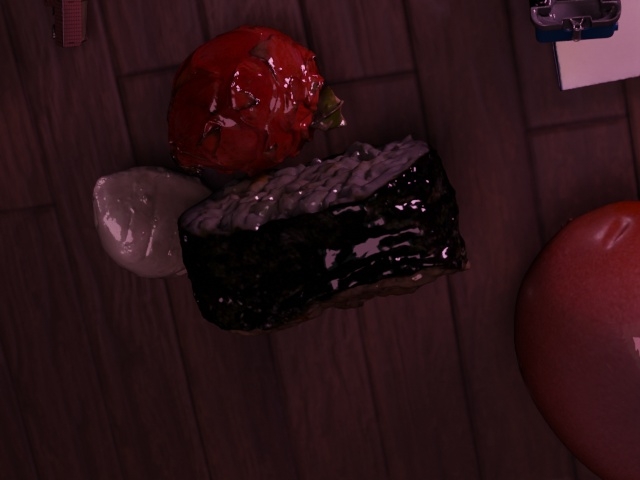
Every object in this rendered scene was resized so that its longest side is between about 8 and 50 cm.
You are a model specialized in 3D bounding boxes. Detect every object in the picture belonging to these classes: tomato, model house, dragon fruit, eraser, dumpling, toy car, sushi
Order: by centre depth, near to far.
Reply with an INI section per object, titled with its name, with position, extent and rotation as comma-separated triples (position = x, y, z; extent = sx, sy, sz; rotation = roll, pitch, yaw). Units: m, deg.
[toy car]
position = 0.277, -0.300, 1.368
extent = 0.097, 0.100, 0.191
rotation = -3, 73, 8
[tomato]
position = 0.387, 0.114, 1.395
extent = 0.341, 0.273, 0.341
rotation = 2, 108, 7
[sushi]
position = 0.000, 0.000, 1.423
extent = 0.350, 0.211, 0.171
rotation = -14, 110, 28
[eraser]
position = 0.343, -0.237, 1.424
extent = 0.150, 0.023, 0.104
rotation = -10, 106, 10
[dragon fruit]
position = -0.085, -0.161, 1.431
extent = 0.209, 0.172, 0.172
rotation = -18, 104, -1
[model house]
position = -0.311, -0.278, 1.483
extent = 0.057, 0.058, 0.083
rotation = 6, 108, 6
[dumpling]
position = -0.201, -0.027, 1.527
extent = 0.150, 0.092, 0.176
rotation = -37, 105, -6
